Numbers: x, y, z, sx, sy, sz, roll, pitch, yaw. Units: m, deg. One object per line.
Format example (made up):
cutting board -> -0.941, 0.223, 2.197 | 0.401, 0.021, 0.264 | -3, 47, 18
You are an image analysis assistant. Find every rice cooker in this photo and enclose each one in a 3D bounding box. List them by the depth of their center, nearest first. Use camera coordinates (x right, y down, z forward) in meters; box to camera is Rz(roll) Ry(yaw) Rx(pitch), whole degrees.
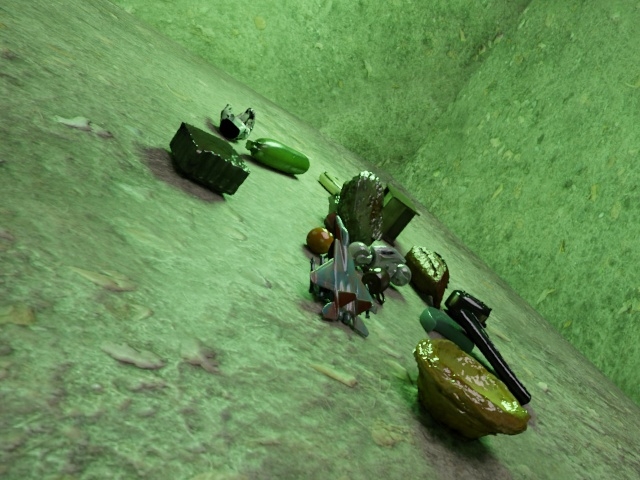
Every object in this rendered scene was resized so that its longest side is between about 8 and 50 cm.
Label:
rice cooker -> 0.520, 0.245, 1.975 | 0.165, 0.107, 0.112 | 28, 11, 3

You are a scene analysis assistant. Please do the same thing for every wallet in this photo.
wallet -> 0.522, 0.347, 1.687 | 0.318, 0.045, 0.172 | 56, 14, 20

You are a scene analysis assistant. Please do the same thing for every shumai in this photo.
shumai -> 0.102, -0.108, 1.910 | 0.189, 0.256, 0.218 | 5, -2, -41

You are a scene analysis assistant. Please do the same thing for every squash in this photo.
squash -> -0.156, -0.311, 2.056 | 0.101, 0.101, 0.378 | 45, 18, 24

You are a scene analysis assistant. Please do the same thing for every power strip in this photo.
power strip -> 0.385, 0.269, 1.703 | 0.216, 0.044, 0.137 | 30, 17, -27

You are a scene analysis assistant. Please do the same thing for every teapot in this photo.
teapot -> 0.151, 0.122, 1.554 | 0.068, 0.076, 0.121 | -20, 89, -61

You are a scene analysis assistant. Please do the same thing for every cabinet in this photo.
cabinet -> 0.291, -0.114, 2.357 | 0.148, 0.175, 0.215 | 34, 16, -15

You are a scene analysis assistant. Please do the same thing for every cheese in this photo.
cheese -> 0.086, -0.200, 2.372 | 0.127, 0.054, 0.251 | 25, 21, -42

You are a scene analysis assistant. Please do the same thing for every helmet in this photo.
helmet -> 0.039, -0.050, 1.829 | 0.065, 0.049, 0.084 | 109, -40, -66

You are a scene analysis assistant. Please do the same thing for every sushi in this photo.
sushi -> 0.391, 0.125, 1.983 | 0.149, 0.140, 0.287 | -10, 39, -22

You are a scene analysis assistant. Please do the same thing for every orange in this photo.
orange -> 0.000, 0.000, 1.554 | 0.083, 0.070, 0.083 | 39, 11, -9

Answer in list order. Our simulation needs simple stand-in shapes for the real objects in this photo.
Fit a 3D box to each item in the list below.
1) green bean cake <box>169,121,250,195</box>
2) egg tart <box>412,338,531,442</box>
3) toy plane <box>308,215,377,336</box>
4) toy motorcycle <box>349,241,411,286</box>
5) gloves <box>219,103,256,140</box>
green bean cake -> -0.290, -0.208, 1.447 | 0.181, 0.094, 0.173 | 24, 20, -40
egg tart -> 0.302, 0.330, 1.193 | 0.294, 0.123, 0.294 | 34, 12, -8
toy plane -> 0.045, 0.069, 1.340 | 0.222, 0.104, 0.326 | 29, 33, -33
toy motorcycle -> 0.190, 0.065, 1.731 | 0.254, 0.112, 0.112 | 27, 18, -31
gloves -> -0.307, -0.432, 2.053 | 0.127, 0.111, 0.212 | 14, 18, 3
